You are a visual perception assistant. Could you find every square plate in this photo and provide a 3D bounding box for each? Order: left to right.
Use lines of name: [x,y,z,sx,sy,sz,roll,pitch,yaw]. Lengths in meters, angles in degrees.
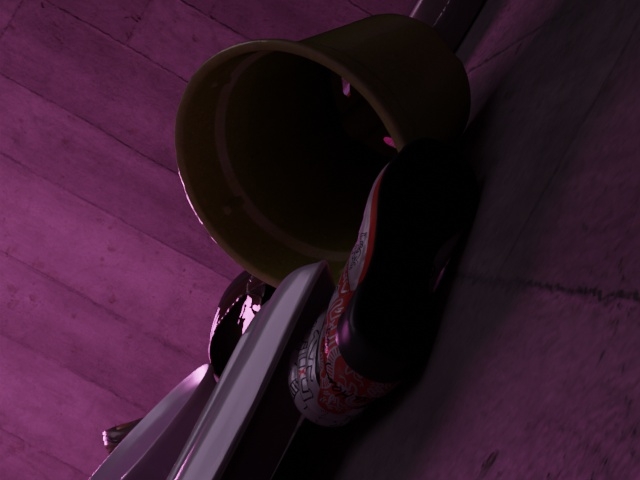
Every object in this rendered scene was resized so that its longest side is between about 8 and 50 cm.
square plate: [-0.077,0.197,1.058,0.344,0.049,0.347,-63,-9,-11]

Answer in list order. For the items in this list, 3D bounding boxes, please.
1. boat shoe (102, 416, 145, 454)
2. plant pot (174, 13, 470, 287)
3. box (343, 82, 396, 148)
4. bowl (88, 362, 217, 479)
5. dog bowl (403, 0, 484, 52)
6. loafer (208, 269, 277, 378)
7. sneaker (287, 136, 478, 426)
boat shoe: [-0.263,0.374,1.836,0.132,0.130,0.355,-19,-15,8]
plant pot: [0.031,-0.117,1.169,0.254,0.276,0.276,-42,-11,-49]
box: [0.088,-0.205,1.774,0.128,0.122,0.257,-61,4,-15]
bowl: [-0.203,0.316,1.471,0.298,0.134,0.298,-45,7,7]
dog bowl: [0.201,-0.399,1.884,0.349,0.102,0.349,-60,5,9]
loafer: [-0.063,0.095,1.495,0.366,0.133,0.130,-56,8,39]
sneaker: [0.048,0.034,0.945,0.145,0.090,0.270,-52,12,45]
